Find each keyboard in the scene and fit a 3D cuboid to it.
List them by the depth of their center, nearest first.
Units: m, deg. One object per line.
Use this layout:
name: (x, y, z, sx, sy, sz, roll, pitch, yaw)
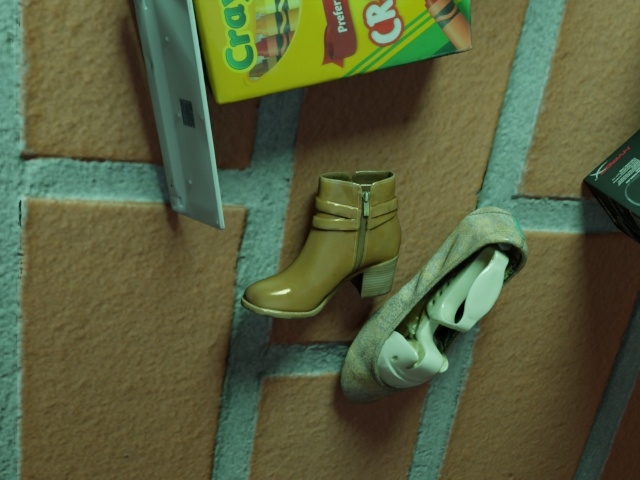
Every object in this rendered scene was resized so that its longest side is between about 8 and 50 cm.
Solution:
keyboard: (-0.136, -0.128, 0.787, 0.014, 0.072, 0.256, -43, 139, -44)

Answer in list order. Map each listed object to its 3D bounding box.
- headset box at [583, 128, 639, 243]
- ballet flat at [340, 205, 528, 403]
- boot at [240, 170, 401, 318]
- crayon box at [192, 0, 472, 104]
headset box: (0.475, -0.054, 0.889, 0.218, 0.293, 0.110, -43, 120, 6)
ballet flat: (0.135, 0.097, 0.968, 0.107, 0.106, 0.316, 27, 105, -27)
boot: (0.000, 0.000, 0.902, 0.197, 0.073, 0.152, -13, 120, -24)
crayon box: (-0.019, -0.254, 0.762, 0.319, 0.081, 0.202, -15, 119, -9)
